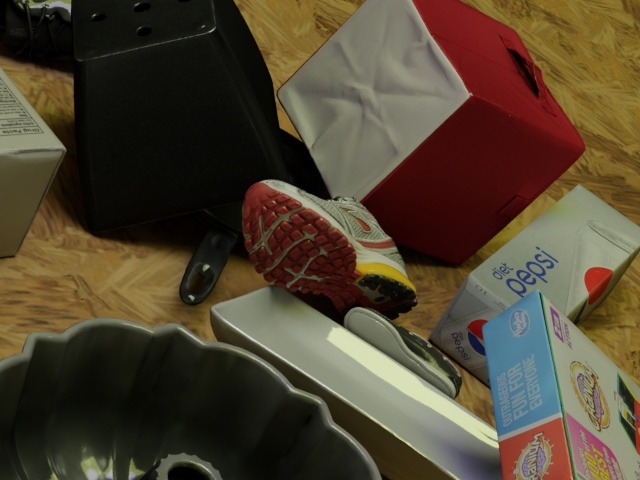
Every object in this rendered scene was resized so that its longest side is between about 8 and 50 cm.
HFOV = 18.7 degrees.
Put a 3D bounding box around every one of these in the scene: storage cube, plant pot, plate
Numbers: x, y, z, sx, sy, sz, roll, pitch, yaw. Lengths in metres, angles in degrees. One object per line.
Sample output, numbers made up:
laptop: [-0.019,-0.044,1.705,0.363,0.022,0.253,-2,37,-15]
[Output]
storage cube: [0.106,-0.116,1.914,0.193,0.215,0.184,20,35,-47]
plant pot: [-0.141,-0.144,1.762,0.188,0.167,0.187,-12,39,1]
plate: [0.040,0.136,1.625,0.277,0.045,0.278,34,8,7]

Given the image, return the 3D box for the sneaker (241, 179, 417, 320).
sneaker: [0.000,0.000,1.769,0.225,0.088,0.093,37,31,-48]

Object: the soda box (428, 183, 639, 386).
soda box: [0.222,0.044,1.926,0.098,0.091,0.286,38,33,13]

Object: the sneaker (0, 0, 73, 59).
sneaker: [-0.251,-0.218,1.932,0.286,0.109,0.130,23,38,8]

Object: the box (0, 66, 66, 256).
box: [-0.350,-0.100,1.647,0.148,0.127,0.232,-8,48,-44]

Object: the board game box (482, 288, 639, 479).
board game box: [0.266,0.219,1.626,0.316,0.064,0.242,43,25,-26]

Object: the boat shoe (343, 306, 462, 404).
boat shoe: [0.077,0.102,1.776,0.125,0.046,0.038,36,32,5]

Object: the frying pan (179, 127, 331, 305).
frying pan: [-0.061,-0.015,1.827,0.197,0.053,0.326,15,37,-21]

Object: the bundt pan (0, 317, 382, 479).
bundt pan: [-0.113,0.213,1.395,0.330,0.124,0.331,19,34,-13]
